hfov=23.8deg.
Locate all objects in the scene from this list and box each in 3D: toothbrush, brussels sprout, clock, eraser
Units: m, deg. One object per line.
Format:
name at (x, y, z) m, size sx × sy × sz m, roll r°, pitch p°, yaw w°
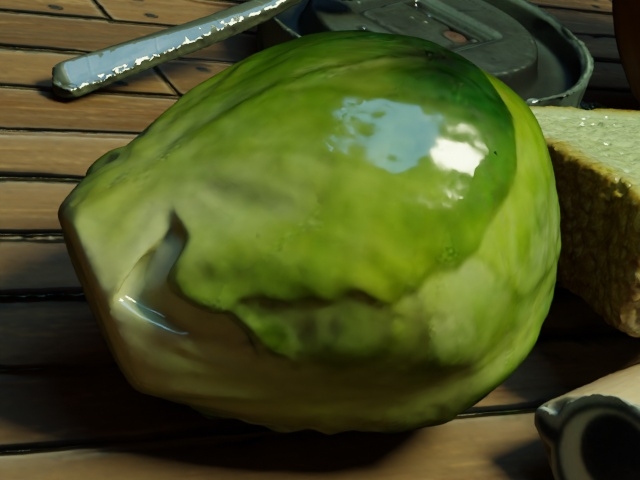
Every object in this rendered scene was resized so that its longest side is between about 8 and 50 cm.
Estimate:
toothbrush at (-0.070, -0.159, 1.124) m, size 0.297 × 0.030 × 0.030 m, roll -25°, pitch 46°, yaw -31°
brussels sprout at (0.000, 0.000, 0.787) m, size 0.271 × 0.210 × 0.219 m, roll -17°, pitch 37°, yaw -27°
clock at (0.082, -0.156, 1.243) m, size 0.281 × 0.055 × 0.280 m, roll 10°, pitch 30°, yaw -6°
eraser at (0.271, 0.097, 0.866) m, size 0.171 × 0.087 × 0.290 m, roll 9°, pitch 15°, yaw 42°

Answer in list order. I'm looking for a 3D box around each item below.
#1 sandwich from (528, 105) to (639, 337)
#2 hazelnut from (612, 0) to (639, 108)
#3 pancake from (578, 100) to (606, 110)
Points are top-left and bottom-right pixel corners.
sandwich at (0.235, -0.017, 0.999) m, size 0.254 × 0.099 × 0.288 m, roll 7°, pitch 14°, yaw -21°
hazelnut at (0.426, -0.206, 1.275) m, size 0.366 × 0.365 × 0.366 m, roll 15°, pitch 28°, yaw -8°
pancake at (0.226, -0.094, 1.282) m, size 0.130 × 0.022 × 0.116 m, roll 19°, pitch 28°, yaw -1°
